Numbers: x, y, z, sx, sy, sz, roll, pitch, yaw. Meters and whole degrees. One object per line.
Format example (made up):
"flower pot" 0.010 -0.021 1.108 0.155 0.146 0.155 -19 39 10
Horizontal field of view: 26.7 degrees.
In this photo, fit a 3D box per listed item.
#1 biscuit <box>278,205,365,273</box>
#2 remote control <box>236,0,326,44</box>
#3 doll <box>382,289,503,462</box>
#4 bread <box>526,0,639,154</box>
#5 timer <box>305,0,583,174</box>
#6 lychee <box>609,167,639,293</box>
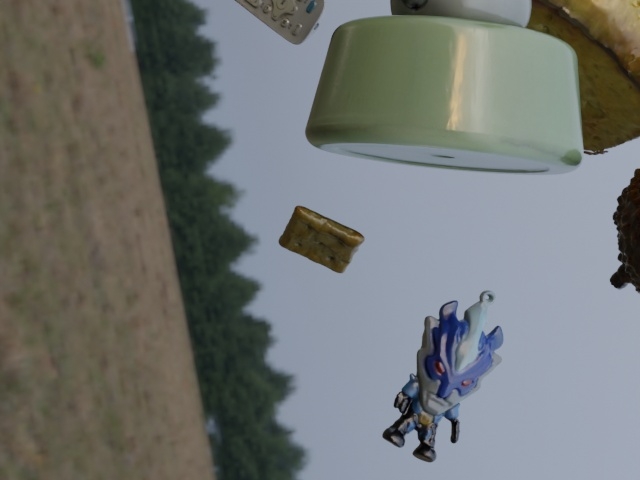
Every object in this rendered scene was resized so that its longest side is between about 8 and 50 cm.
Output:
"biscuit" 0.000 0.000 1.465 0.018 0.083 0.081 -67 -175 -33
"remote control" -0.070 -0.330 1.772 0.229 0.073 0.044 41 12 36
"doll" 0.136 0.138 1.436 0.195 0.096 0.070 -61 -171 -10
"bread" 0.343 -0.294 1.743 0.398 0.215 0.398 36 -15 11
"timer" 0.145 -0.238 1.415 0.291 0.290 0.315 171 -74 -84
"lychee" 0.419 -0.005 1.515 0.238 0.200 0.200 -33 -121 36
